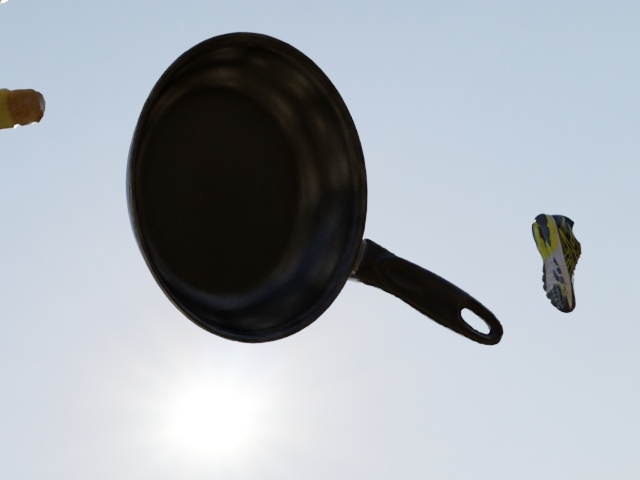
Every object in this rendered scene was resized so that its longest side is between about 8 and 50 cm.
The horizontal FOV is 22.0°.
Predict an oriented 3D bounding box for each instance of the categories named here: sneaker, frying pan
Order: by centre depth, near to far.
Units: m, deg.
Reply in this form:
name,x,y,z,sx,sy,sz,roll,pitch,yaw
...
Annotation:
name,x,y,z,sx,sy,sz,roll,pitch,yaw
frying pan,-0.001,-0.030,1.092,0.326,0.197,0.053,4,-5,-43
sneaker,0.198,0.017,1.332,0.035,0.083,0.031,-9,-4,-28

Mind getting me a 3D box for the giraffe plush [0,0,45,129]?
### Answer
name,x,y,z,sx,sy,sz,roll,pitch,yaw
giraffe plush,-0.203,-0.123,0.662,0.170,0.181,0.210,-28,-45,-67
